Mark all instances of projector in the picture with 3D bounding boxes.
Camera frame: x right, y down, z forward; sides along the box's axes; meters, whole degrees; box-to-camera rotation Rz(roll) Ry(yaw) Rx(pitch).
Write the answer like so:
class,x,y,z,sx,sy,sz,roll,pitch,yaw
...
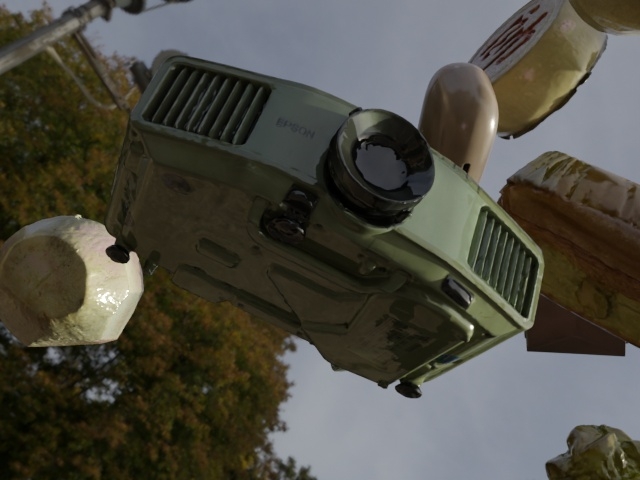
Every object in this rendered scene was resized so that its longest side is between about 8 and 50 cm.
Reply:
class,x,y,z,sx,sy,sz,roll,pitch,yaw
projector,0.000,0.000,0.448,0.269,0.088,0.193,27,-34,-9

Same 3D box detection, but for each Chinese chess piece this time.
class,x,y,z,sx,sy,sz,roll,pitch,yaw
Chinese chess piece,0.359,-0.305,1.202,0.112,0.270,0.270,39,-38,-16

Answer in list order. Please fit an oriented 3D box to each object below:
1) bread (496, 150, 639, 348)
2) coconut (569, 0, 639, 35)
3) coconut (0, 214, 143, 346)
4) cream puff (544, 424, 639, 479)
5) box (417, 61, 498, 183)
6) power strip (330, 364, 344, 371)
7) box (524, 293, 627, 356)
class,x,y,z,sx,sy,sz,roll,pitch,yaw
bread,0.314,0.020,0.697,0.288,0.119,0.153,30,-31,19
coconut,0.399,-0.345,0.831,0.224,0.224,0.224,21,-43,21
coconut,-0.395,0.068,1.092,0.236,0.236,0.198,-15,-101,45
cream puff,0.403,0.359,0.947,0.194,0.221,0.195,-9,-37,-7
box,0.187,-0.148,0.971,0.088,0.146,0.200,-1,-40,-8
power strip,0.133,0.187,1.222,0.252,0.060,0.027,-10,-17,12
box,0.529,0.133,1.439,0.215,0.086,0.215,0,-59,21
